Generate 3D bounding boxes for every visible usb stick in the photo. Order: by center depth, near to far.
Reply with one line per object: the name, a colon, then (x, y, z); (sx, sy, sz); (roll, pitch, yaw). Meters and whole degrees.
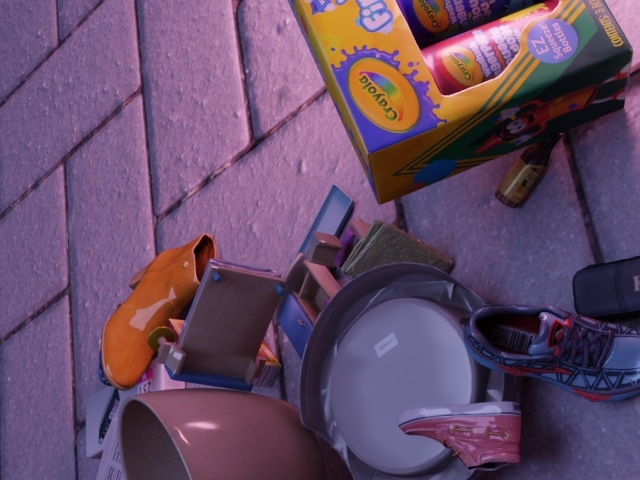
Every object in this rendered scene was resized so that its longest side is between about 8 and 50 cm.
usb stick: (0.435, 0.049, 1.549); (0.278, 0.045, 0.077); (-15, 66, 46)

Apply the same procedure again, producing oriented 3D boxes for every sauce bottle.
sauce bottle: (0.299, -0.106, 1.767); (0.128, 0.042, 0.042); (-58, 42, 22)

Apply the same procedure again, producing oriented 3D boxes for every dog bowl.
dog bowl: (0.134, 0.209, 1.766); (0.348, 0.102, 0.349); (-10, 73, 36)

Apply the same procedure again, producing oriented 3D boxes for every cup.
cup: (-0.132, 0.358, 1.864); (0.331, 0.237, 0.331); (39, 137, 49)

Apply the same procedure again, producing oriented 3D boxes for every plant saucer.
plant saucer: (0.000, 0.000, 2.109); (0.067, 0.018, 0.192); (44, 112, 48)

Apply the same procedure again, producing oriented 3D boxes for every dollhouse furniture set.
dollhouse furniture set: (-0.102, 0.064, 1.935); (0.198, 0.303, 0.286); (51, 126, 56)

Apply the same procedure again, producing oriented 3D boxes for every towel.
towel: (0.116, 0.036, 1.860); (0.110, 0.148, 0.027); (-53, 23, 23)

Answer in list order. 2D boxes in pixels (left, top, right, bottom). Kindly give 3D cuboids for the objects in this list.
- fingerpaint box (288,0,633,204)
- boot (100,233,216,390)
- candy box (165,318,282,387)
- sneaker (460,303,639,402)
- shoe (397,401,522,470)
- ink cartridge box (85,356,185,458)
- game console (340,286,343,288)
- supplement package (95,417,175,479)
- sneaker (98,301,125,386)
fingerpaint box: (0.159, -0.328, 1.705); (0.371, 0.163, 0.445); (-21, 65, -1)
boot: (-0.296, 0.125, 2.310); (0.211, 0.104, 0.295); (-29, 37, 37)
candy box: (-0.171, 0.192, 2.112); (0.109, 0.186, 0.053); (49, 118, 45)
sneaker: (0.301, 0.138, 1.553); (0.261, 0.125, 0.104); (7, 77, 16)
shoe: (0.179, 0.259, 1.612); (0.178, 0.063, 0.081); (-10, 69, 31)
ink cartridge box: (-0.357, 0.379, 2.375); (0.275, 0.060, 0.239); (-30, 55, 41)
game console: (0.055, 0.122, 1.955); (0.107, 0.071, 0.122); (84, -173, -73)
supplement package: (-0.244, 0.407, 2.118); (0.203, 0.194, 0.149); (11, 85, 48)
sneaker: (-0.387, 0.217, 2.424); (0.221, 0.083, 0.087); (-77, 7, -58)
